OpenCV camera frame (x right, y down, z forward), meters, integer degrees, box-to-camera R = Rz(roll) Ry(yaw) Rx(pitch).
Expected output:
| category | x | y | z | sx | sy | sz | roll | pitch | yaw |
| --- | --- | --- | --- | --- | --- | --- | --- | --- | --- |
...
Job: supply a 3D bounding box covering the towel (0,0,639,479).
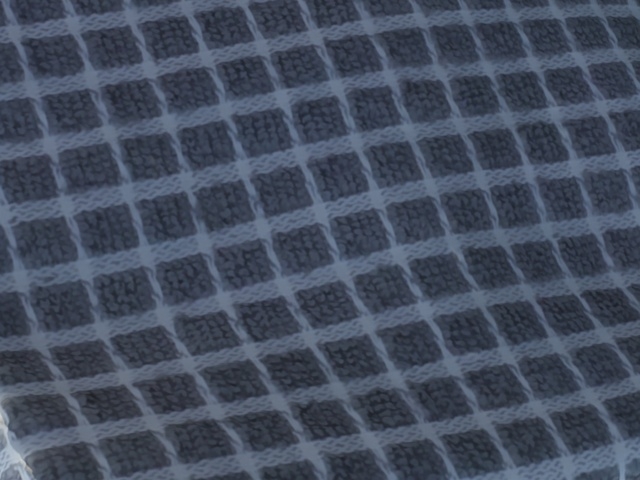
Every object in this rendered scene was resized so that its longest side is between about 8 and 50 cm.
| category | x | y | z | sx | sy | sz | roll | pitch | yaw |
| --- | --- | --- | --- | --- | --- | --- | --- | --- | --- |
| towel | 0.000 | 0.000 | 0.472 | 0.121 | 0.284 | 0.235 | -53 | 52 | 55 |
